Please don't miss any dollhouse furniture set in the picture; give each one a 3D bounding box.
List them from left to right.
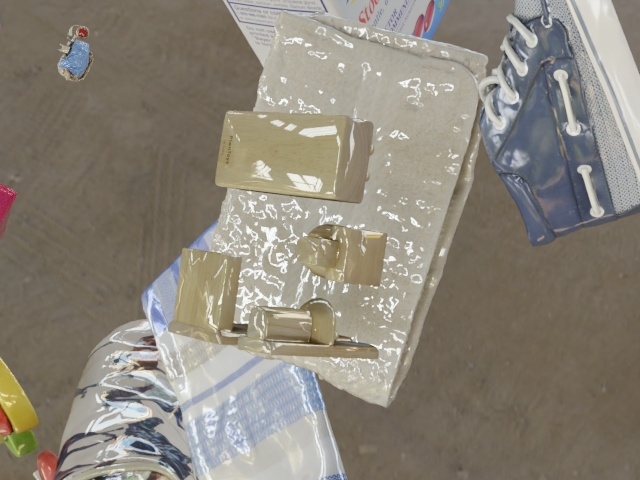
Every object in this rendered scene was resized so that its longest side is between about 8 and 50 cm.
[{"bbox_3d":[0.000,0.000,0.781,0.123,0.151,0.144,8,0,-44],"label":"dollhouse furniture set"}]

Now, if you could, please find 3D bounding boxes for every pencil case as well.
[{"bbox_3d":[-0.217,0.238,1.429,0.183,0.160,0.410,6,20,-6],"label":"pencil case"}]

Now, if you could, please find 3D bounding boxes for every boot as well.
[{"bbox_3d":[0.111,-0.088,0.592,0.086,0.190,0.069,-22,15,15],"label":"boot"}]

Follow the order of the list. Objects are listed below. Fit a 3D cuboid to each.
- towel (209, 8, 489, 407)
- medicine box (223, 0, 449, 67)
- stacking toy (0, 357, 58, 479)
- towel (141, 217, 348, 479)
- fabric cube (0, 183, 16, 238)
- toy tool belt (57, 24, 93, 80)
[{"bbox_3d":[0.015,-0.032,0.924,0.187,0.049,0.282,19,93,20],"label":"towel"},{"bbox_3d":[0.025,-0.324,1.299,0.149,0.289,0.264,12,64,29],"label":"medicine box"},{"bbox_3d":[-0.408,0.300,1.503,0.130,0.279,0.309,-33,95,-23],"label":"stacking toy"},{"bbox_3d":[-0.076,0.131,1.060,0.034,0.209,0.285,-6,69,-38],"label":"towel"},{"bbox_3d":[-0.620,0.003,1.706,0.254,0.258,0.259,31,72,-12],"label":"fabric cube"},{"bbox_3d":[-0.356,-0.273,1.714,0.052,0.083,0.051,18,4,-11],"label":"toy tool belt"}]
